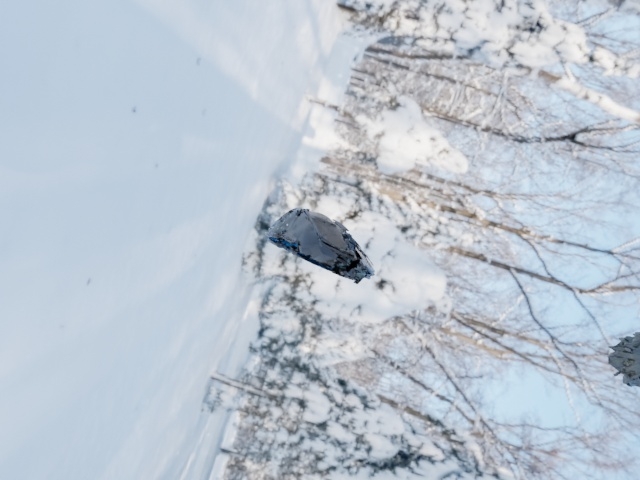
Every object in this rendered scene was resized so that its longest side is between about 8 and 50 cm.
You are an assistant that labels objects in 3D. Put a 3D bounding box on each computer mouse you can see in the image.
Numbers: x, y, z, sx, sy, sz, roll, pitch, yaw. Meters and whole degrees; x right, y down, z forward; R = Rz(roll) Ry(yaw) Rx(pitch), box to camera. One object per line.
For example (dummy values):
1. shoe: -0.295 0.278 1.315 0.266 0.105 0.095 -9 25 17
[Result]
1. computer mouse: 0.000 0.000 0.885 0.241 0.146 0.078 24 -90 58

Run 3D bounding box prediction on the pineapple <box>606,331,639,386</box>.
1. pineapple: 0.533 0.107 0.690 0.362 0.202 0.202 -35 -153 39
